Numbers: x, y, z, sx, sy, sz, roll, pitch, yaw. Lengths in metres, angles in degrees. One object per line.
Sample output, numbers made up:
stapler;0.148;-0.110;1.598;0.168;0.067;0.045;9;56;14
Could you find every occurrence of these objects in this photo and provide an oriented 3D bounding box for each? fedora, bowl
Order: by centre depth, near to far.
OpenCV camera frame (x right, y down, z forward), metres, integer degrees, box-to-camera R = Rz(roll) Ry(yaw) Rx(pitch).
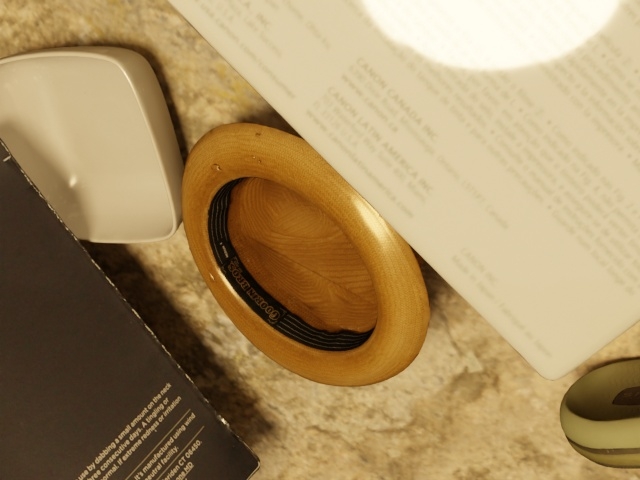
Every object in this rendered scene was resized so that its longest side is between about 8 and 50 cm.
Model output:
fedora;0.000;0.000;0.712;0.194;0.079;0.194;24;132;30
bowl;-0.156;-0.071;0.776;0.142;0.053;0.142;1;122;29

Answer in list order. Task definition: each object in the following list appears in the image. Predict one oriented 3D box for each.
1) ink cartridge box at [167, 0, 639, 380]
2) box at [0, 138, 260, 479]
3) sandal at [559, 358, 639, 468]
ink cartridge box;0.151;-0.157;0.548;0.308;0.091;0.385;45;114;-4
box;-0.278;0.133;0.862;0.312;0.179;0.343;53;141;-10
sandal;0.253;0.055;0.592;0.303;0.120;0.086;-18;96;37
